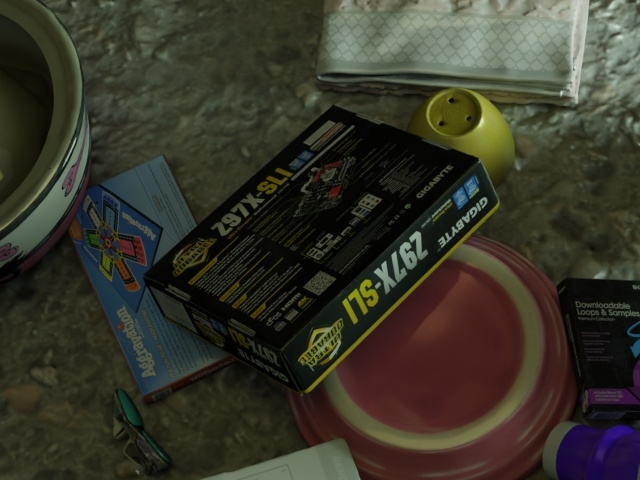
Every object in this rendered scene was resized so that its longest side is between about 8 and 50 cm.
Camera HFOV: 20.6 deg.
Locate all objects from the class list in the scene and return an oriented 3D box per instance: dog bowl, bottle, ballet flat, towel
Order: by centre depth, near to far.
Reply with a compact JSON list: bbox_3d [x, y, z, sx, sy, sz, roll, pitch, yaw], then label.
[{"bbox_3d":[0.355,0.252,1.793,0.092,0.118,0.283,-27,29,-37],"label":"bottle"},{"bbox_3d":[-0.211,0.218,1.973,0.041,0.041,0.114,-33,63,-9],"label":"ballet flat"},{"bbox_3d":[-0.452,-0.107,2.088,0.408,0.150,0.408,-6,61,10],"label":"dog bowl"},{"bbox_3d":[0.166,-0.319,2.173,0.332,0.053,0.317,4,65,9],"label":"towel"}]

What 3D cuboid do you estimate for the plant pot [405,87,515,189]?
[{"bbox_3d":[0.157,-0.125,2.054,0.134,0.095,0.134,-3,64,7],"label":"plant pot"}]

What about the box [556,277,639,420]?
[{"bbox_3d":[0.327,0.118,1.923,0.116,0.029,0.162,2,60,-20],"label":"box"}]

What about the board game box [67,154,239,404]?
[{"bbox_3d":[-0.193,0.042,2.061,0.145,0.027,0.281,-24,63,-6],"label":"board game box"}]

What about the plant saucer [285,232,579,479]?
[{"bbox_3d":[0.121,0.127,1.943,0.332,0.084,0.332,-3,64,6],"label":"plant saucer"}]

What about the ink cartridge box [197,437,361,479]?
[{"bbox_3d":[-0.107,0.407,1.827,0.385,0.091,0.308,-17,62,-7],"label":"ink cartridge box"}]

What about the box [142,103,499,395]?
[{"bbox_3d":[0.000,0.000,1.953,0.322,0.079,0.257,-43,39,-21],"label":"box"}]
